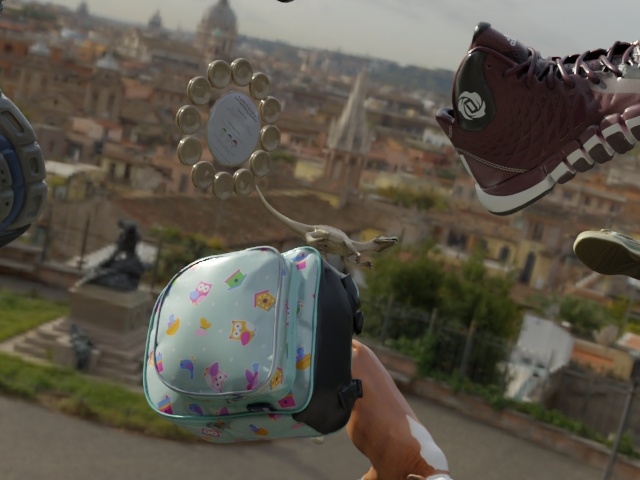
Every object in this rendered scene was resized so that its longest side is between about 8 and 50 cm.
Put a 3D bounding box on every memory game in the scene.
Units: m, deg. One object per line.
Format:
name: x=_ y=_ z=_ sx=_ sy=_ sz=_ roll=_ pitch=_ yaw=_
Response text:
memory game: x=-0.116 y=-0.144 z=1.303 sx=0.012 sy=0.186 sz=0.186 roll=12 pitch=8 yaw=41

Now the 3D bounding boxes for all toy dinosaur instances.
toy dinosaur: x=0.000 y=0.000 z=1.186 sx=0.183 sy=0.053 sz=0.093 roll=18 pitch=27 yaw=-8

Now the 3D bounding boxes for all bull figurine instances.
bull figurine: x=0.092 y=0.299 z=1.486 sx=0.101 sy=0.188 sz=0.310 roll=-7 pitch=59 yaw=-40

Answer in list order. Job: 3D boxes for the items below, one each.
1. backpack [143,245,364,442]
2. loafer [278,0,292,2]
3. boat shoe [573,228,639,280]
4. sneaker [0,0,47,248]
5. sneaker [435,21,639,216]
backpack: x=-0.073 y=0.096 z=0.903 sx=0.188 sy=0.166 sz=0.144 roll=-15 pitch=-29 yaw=33
loafer: x=-0.099 y=-0.343 z=1.121 sx=0.223 sy=0.076 sz=0.078 roll=42 pitch=-9 yaw=9
boat shoe: x=0.404 y=0.014 z=1.359 sx=0.153 sy=0.056 sz=0.048 roll=12 pitch=39 yaw=-19
sneaker: x=-0.232 y=-0.130 z=0.560 sx=0.111 sy=0.297 sz=0.129 roll=-19 pitch=43 yaw=-35
sneaker: x=0.217 y=-0.149 z=0.892 sx=0.162 sy=0.281 sz=0.106 roll=51 pitch=31 yaw=-8
